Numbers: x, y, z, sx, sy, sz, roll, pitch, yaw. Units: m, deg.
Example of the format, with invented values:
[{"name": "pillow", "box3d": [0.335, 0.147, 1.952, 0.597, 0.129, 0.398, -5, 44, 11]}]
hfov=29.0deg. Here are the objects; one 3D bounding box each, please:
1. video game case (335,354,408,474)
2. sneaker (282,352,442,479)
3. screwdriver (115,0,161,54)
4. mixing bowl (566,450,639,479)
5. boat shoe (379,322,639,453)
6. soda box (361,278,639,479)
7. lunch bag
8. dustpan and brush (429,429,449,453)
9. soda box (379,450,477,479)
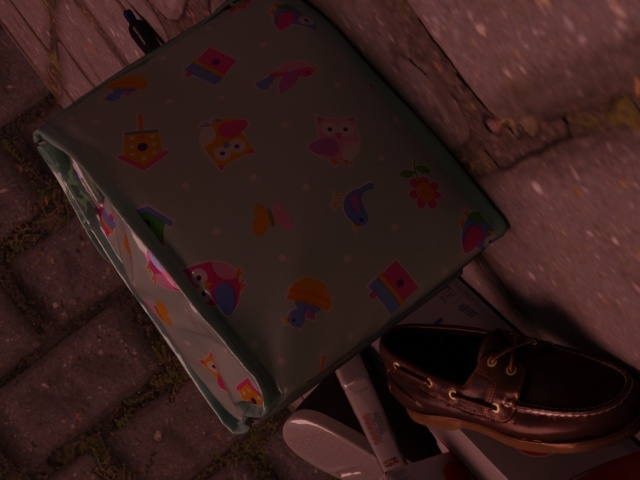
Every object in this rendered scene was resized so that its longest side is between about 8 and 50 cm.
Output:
[{"name": "video game case", "box3d": [0.016, 0.093, 1.138, 0.206, 0.026, 0.227, 67, 178, -51]}, {"name": "sneaker", "box3d": [0.116, 0.224, 1.340, 0.295, 0.147, 0.104, 32, 139, 0]}, {"name": "screwdriver", "box3d": [-0.229, -0.274, 1.416, 0.170, 0.024, 0.025, 57, 140, 14]}, {"name": "mixing bowl", "box3d": [0.235, 0.193, 0.762, 0.181, 0.098, 0.181, 49, 168, 15]}, {"name": "boat shoe", "box3d": [0.125, 0.096, 0.859, 0.207, 0.073, 0.073, -1, 123, 43]}, {"name": "soda box", "box3d": [0.142, 0.136, 0.980, 0.286, 0.091, 0.098, 45, 167, 34]}, {"name": "lunch bag", "box3d": [-0.044, -0.033, 0.869, 0.262, 0.223, 0.160, 51, 161, 7]}, {"name": "dustpan and brush", "box3d": [0.208, 0.262, 1.228, 0.211, 0.060, 0.147, 61, 157, -11]}, {"name": "soda box", "box3d": [0.124, 0.221, 1.041, 0.216, 0.074, 0.069, -4, -138, -48]}]
